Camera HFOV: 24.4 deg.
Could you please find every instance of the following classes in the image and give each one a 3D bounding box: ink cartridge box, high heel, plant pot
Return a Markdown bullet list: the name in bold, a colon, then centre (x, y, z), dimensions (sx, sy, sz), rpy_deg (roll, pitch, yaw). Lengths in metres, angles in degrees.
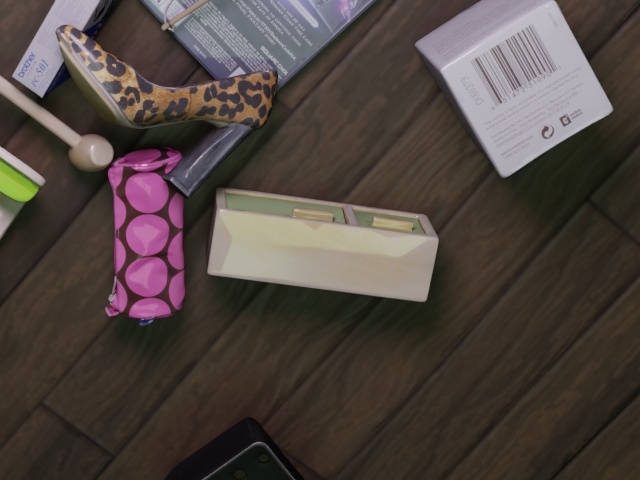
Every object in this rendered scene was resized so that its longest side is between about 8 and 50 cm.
- **ink cartridge box**: centre (-0.268, -0.266, 1.677), dimensions (0.046, 0.097, 0.207), rpy_deg (35, 115, -3)
- **high heel**: centre (-0.170, -0.197, 1.690), dimensions (0.186, 0.093, 0.261), rpy_deg (-48, 123, -12)
- **plant pot**: centre (-0.098, 0.335, 1.879), dimensions (0.187, 0.167, 0.188), rpy_deg (-35, 107, 7)

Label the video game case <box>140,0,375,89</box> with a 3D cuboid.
- **video game case**: centre (-0.049, -0.309, 1.747), dimensions (0.274, 0.026, 0.196), rpy_deg (-42, 107, 8)

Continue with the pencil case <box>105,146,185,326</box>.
- **pencil case**: centre (-0.213, -0.008, 1.795), dimensions (0.098, 0.095, 0.209), rpy_deg (-3, 106, -14)

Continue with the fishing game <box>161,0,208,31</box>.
- **fishing game**: centre (-0.198, -0.381, 1.696), dimensions (0.189, 0.041, 0.264), rpy_deg (-32, 100, 16)

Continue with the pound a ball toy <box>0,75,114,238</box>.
- **pound a ball toy**: centre (-0.432, -0.112, 1.739), dimensions (0.319, 0.136, 0.208), rpy_deg (36, 76, -15)

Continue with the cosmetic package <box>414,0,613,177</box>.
- **cosmetic package**: centre (0.221, -0.192, 1.725), dimensions (0.151, 0.183, 0.151), rpy_deg (-31, 108, 5)

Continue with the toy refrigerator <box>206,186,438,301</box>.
- **toy refrigerator**: centre (0.000, 0.000, 1.812), dimensions (0.270, 0.102, 0.094), rpy_deg (8, 107, -7)
